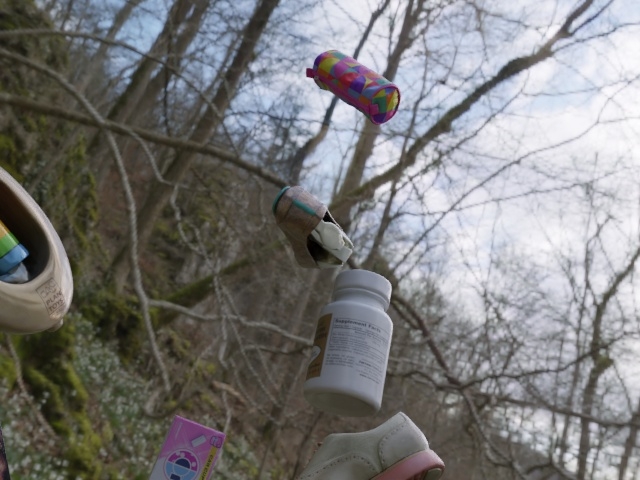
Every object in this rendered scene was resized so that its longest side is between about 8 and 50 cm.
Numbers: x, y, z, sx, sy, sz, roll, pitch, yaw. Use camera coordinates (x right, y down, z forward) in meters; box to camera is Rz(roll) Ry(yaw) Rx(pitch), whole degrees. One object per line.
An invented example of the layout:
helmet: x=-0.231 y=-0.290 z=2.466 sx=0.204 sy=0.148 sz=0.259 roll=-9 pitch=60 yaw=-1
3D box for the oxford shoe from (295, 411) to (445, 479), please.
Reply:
oxford shoe: x=0.012 y=0.430 z=1.293 sx=0.397 sy=0.146 sz=0.140 roll=-18 pitch=-39 yaw=-17

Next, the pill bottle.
pill bottle: x=0.055 y=0.173 z=1.268 sx=0.131 sy=0.229 sz=0.131 roll=10 pitch=-30 yaw=6

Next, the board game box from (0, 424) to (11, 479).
board game box: x=-0.606 y=0.371 z=1.139 sx=0.042 sy=0.165 sz=0.243 roll=-6 pitch=5 yaw=38

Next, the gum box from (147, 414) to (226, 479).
gum box: x=-0.273 y=0.451 z=1.456 sx=0.107 sy=0.188 sz=0.062 roll=24 pitch=-15 yaw=-8

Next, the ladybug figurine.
ladybug figurine: x=-0.681 y=0.013 z=1.472 sx=0.162 sy=0.305 sz=0.449 roll=-28 pitch=-77 yaw=28

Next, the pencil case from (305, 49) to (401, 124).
pencil case: x=0.074 y=-0.345 z=1.655 sx=0.236 sy=0.104 sz=0.104 roll=39 pitch=-1 yaw=40

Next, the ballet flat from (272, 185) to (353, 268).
ballet flat: x=0.000 y=0.000 z=1.365 sx=0.106 sy=0.107 sz=0.316 roll=26 pitch=-8 yaw=21
